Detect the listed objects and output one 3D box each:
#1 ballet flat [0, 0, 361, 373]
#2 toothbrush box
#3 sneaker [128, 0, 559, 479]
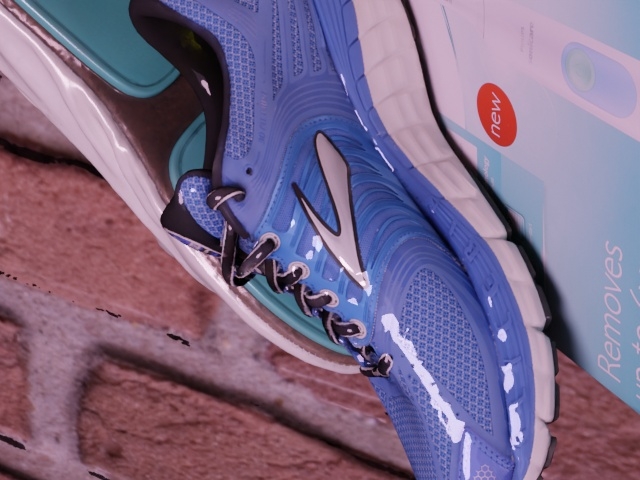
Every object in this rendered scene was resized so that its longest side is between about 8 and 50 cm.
[{"bbox_3d":[-0.100,-0.071,0.796,0.400,0.139,0.139,47,130,-7],"label":"ballet flat"},{"bbox_3d":[0.151,-0.058,0.571,0.295,0.126,0.216,43,148,47],"label":"toothbrush box"},{"bbox_3d":[0.000,0.000,0.608,0.330,0.147,0.130,65,161,9],"label":"sneaker"}]
